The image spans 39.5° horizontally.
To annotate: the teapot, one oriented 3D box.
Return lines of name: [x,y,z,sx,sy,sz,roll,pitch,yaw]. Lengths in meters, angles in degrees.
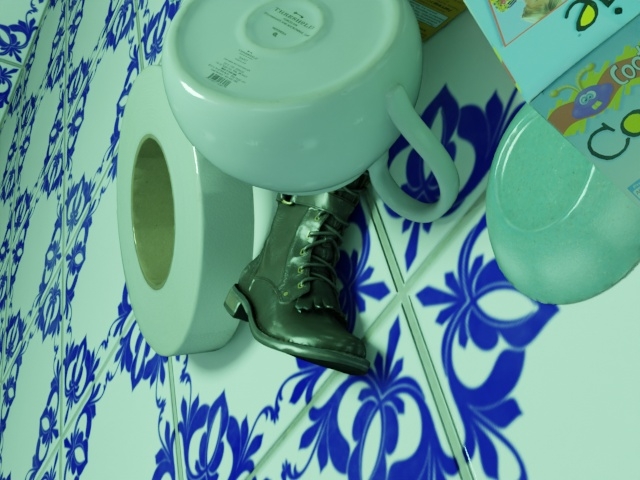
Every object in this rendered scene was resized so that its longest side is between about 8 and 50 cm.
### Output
teapot: [-0.015,-0.131,0.839,0.187,0.253,0.256,77,-174,-51]

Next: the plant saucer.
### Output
plant saucer: [0.178,-0.051,0.669,0.195,0.037,0.195,-37,45,49]

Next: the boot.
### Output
boot: [0.000,0.000,0.922,0.263,0.091,0.229,27,92,54]

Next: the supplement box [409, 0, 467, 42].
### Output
supplement box: [0.072,-0.241,0.916,0.233,0.080,0.078,-33,47,54]

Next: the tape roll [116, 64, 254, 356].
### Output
tape roll: [-0.193,-0.039,1.193,0.392,0.072,0.392,14,106,61]

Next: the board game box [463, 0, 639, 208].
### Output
board game box: [0.180,-0.178,0.586,0.144,0.142,0.275,-39,41,23]

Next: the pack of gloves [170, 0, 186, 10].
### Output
pack of gloves: [-0.243,-0.543,1.674,0.232,0.046,0.195,-64,29,20]
